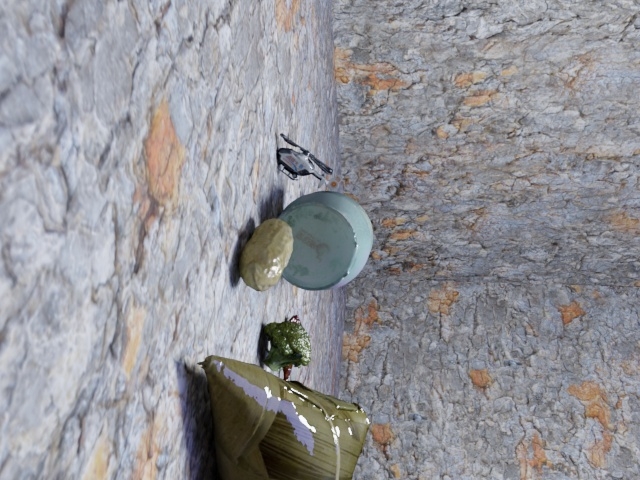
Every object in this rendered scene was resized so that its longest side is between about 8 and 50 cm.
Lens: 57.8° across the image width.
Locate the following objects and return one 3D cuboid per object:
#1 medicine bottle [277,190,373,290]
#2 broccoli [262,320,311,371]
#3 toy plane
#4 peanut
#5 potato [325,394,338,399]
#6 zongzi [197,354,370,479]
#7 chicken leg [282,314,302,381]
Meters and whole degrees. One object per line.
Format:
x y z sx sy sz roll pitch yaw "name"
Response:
0.000 0.000 1.401 0.290 0.245 0.245 -28 119 -80 "medicine bottle"
-0.080 0.243 1.325 0.120 0.131 0.130 -46 165 -10 "broccoli"
-0.038 -0.184 1.456 0.078 0.197 0.053 -51 -169 26 "toy plane"
-0.106 0.028 1.136 0.214 0.090 0.099 -67 167 -66 "peanut"
0.011 0.620 2.021 0.200 0.137 0.154 85 10 -50 "potato"
-0.132 0.461 0.926 0.467 0.218 0.500 38 62 -50 "zongzi"
-0.080 0.291 1.571 0.089 0.048 0.219 80 12 -45 "chicken leg"
